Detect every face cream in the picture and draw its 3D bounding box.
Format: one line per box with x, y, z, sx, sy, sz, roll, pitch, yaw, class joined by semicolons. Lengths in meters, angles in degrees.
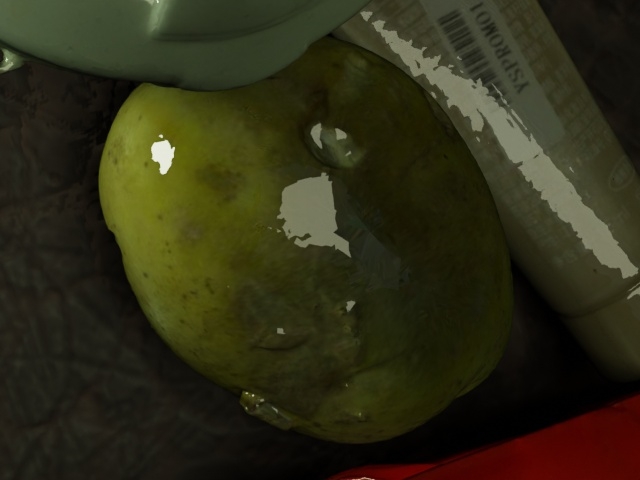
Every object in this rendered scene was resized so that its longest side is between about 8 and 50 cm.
0.108;-0.072;0.860;0.137;0.084;0.341;-39;103;-14;face cream

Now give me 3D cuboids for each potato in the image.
-0.001;0.002;0.776;0.197;0.148;0.228;-22;108;-6;potato

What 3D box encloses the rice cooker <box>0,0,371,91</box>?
-0.093;-0.213;0.628;0.288;0.277;0.288;-5;103;-24;rice cooker

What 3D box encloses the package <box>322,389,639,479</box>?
0.159;0.188;0.844;0.423;0.123;0.196;-13;78;-29;package
